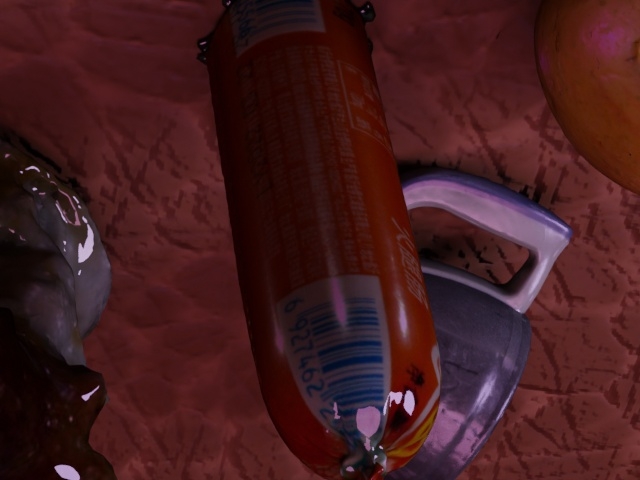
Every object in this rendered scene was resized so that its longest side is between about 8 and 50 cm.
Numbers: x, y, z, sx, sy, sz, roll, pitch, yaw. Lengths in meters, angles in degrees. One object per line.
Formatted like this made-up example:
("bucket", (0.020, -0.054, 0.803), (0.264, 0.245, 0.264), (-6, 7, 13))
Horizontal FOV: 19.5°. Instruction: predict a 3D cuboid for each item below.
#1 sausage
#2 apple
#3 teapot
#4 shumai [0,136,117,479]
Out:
("sausage", (0.000, 0.000, 0.746), (0.083, 0.264, 0.083), (-5, 135, -5))
("apple", (0.165, -0.080, 0.779), (0.146, 0.146, 0.146), (-4, 130, -4))
("teapot", (0.042, 0.046, 0.893), (0.108, 0.111, 0.149), (31, 126, -13))
("shumai", (-0.222, 0.078, 0.825), (0.272, 0.204, 0.222), (-33, 125, 24))
